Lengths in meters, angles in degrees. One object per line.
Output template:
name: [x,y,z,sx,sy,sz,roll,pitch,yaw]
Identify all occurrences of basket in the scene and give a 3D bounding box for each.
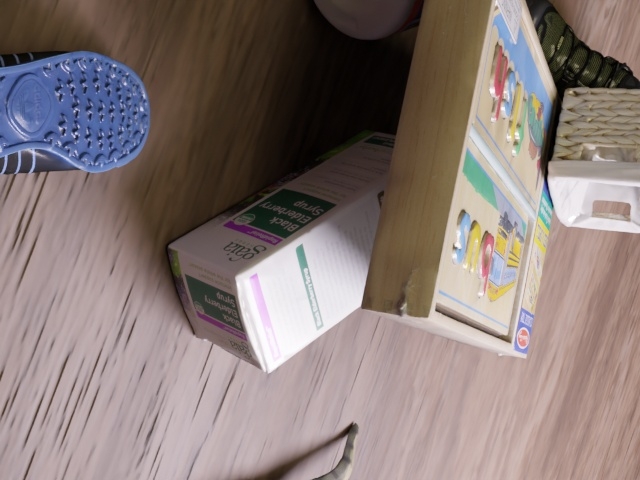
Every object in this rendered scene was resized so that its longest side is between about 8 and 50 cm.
basket: [0.302,-0.080,0.893,0.167,0.113,0.103,38,61,-65]

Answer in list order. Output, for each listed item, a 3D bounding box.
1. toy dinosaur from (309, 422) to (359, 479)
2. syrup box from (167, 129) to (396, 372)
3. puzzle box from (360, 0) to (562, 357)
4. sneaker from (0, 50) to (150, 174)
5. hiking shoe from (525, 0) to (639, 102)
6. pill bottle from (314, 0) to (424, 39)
toy dinosaur: [-0.044,0.272,0.790,0.268,0.064,0.118,-18,107,-43]
syrup box: [0.000,0.000,0.728,0.237,0.093,0.096,-32,123,-33]
puzzle box: [0.150,-0.042,0.765,0.409,0.052,0.272,25,76,-66]
sneaker: [-0.204,-0.079,0.534,0.232,0.091,0.081,-16,113,-63]
hiking shoe: [0.285,-0.183,0.931,0.227,0.114,0.086,36,74,-43]
pill bottle: [0.102,-0.256,0.733,0.222,0.124,0.124,-30,120,-36]
